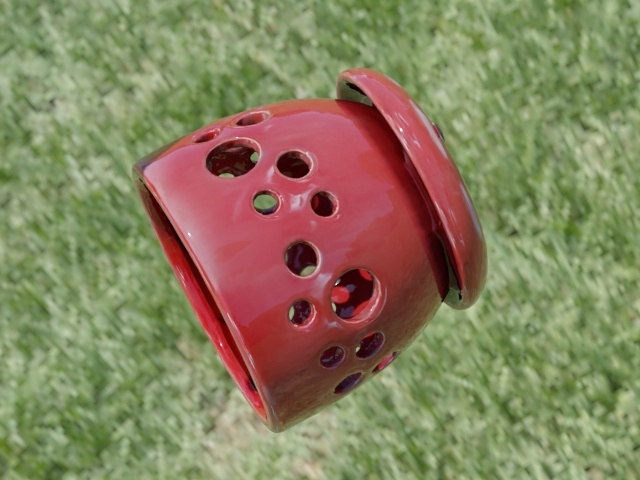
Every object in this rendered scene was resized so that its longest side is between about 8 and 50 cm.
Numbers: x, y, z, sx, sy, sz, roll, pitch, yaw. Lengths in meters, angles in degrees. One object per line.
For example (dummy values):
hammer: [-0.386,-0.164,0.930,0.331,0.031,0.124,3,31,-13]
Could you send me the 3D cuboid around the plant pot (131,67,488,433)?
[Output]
plant pot: [0.000,0.000,1.091,0.174,0.191,0.191,-26,45,-8]
